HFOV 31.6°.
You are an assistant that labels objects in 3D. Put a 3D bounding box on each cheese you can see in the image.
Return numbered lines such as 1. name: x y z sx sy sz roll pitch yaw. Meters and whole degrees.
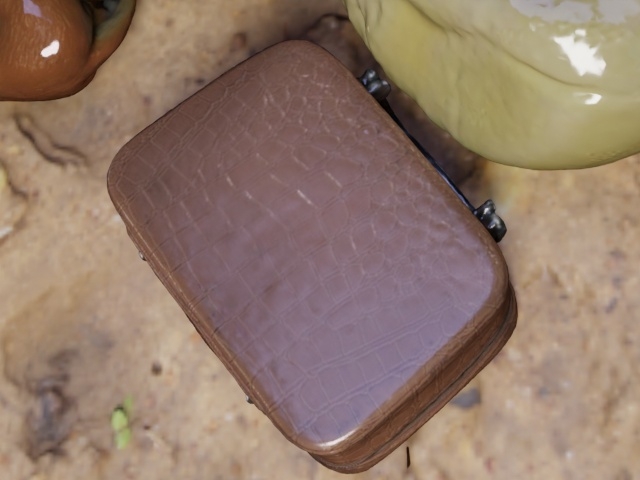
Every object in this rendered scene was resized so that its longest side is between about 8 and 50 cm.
1. cheese: 0.123 -0.146 0.544 0.214 0.117 0.226 -35 62 -15

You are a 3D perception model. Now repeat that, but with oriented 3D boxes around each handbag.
1. handbag: 0.000 0.000 0.553 0.151 0.072 0.193 -40 66 -2

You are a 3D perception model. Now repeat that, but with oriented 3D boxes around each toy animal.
1. toy animal: -0.218 -0.108 0.637 0.312 0.097 0.158 -15 81 5
